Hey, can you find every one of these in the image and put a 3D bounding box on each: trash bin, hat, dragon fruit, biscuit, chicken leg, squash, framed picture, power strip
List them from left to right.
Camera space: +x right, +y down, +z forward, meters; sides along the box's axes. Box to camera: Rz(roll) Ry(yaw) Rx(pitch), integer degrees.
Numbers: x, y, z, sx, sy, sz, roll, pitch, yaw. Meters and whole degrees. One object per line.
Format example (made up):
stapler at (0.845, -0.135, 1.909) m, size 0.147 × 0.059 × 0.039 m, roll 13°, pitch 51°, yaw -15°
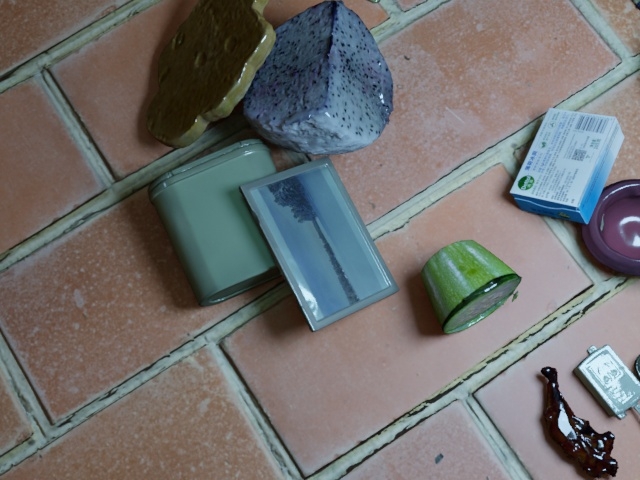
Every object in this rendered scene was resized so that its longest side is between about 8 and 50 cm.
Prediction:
biscuit at (-0.207, -0.346, 1.750) m, size 0.269 × 0.051 × 0.376 m, roll 39°, pitch 98°, yaw 42°
trash bin at (-0.167, -0.033, 1.690) m, size 0.243 × 0.121 × 0.247 m, roll -22°, pitch 77°, yaw -6°
dragon fruit at (-0.006, -0.271, 1.720) m, size 0.221 × 0.204 × 0.283 m, roll -14°, pitch 56°, yaw 30°
framed picture at (0.000, 0.000, 1.656) m, size 0.213 × 0.016 × 0.289 m, roll -22°, pitch 81°, yaw -36°
squash at (0.262, 0.080, 1.633) m, size 0.170 × 0.170 × 0.123 m, roll -28°, pitch 60°, yaw -7°
chicken leg at (0.443, 0.326, 1.608) m, size 0.089 × 0.048 × 0.219 m, roll -37°, pitch 76°, yaw -13°
power strip at (0.528, 0.266, 1.627) m, size 0.075 × 0.042 × 0.175 m, roll -36°, pitch 76°, yaw -10°
hat at (0.585, -0.019, 1.684) m, size 0.205 × 0.089 × 0.206 m, roll -5°, pitch 67°, yaw 12°

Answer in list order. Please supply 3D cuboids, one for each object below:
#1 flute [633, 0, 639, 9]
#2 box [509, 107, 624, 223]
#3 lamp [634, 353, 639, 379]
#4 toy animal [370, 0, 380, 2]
flute at (0.678, -0.447, 1.843) m, size 0.027 × 0.027 × 0.233 m, roll -37°, pitch 77°, yaw -9°
box at (0.459, -0.141, 1.704) m, size 0.139 × 0.073 × 0.194 m, roll 16°, pitch 73°, yaw 39°
lamp at (0.721, 0.273, 1.585) m, size 0.269 × 0.047 × 0.267 m, roll -25°, pitch 75°, yaw 11°
toy animal at (0.102, -0.550, 1.845) m, size 0.218 × 0.101 × 0.103 m, roll 17°, pitch 73°, yaw 6°
